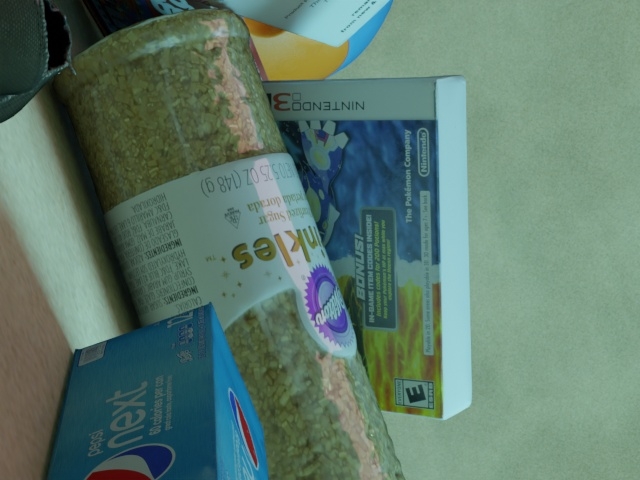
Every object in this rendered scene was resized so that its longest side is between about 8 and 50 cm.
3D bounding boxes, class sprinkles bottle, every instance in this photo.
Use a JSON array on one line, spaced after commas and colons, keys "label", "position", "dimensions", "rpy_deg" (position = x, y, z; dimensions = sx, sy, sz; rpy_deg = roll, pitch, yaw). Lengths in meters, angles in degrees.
[{"label": "sprinkles bottle", "position": [-0.041, 0.051, 0.735], "dimensions": [0.121, 0.121, 0.355], "rpy_deg": [49, 20, -86]}]

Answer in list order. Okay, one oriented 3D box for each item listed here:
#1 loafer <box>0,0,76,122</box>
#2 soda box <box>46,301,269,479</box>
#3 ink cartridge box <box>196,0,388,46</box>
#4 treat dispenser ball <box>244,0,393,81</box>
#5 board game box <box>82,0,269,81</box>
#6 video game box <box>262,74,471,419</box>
[{"label": "loafer", "position": [-0.115, -0.064, 0.334], "dimensions": [0.220, 0.078, 0.080], "rpy_deg": [-100, 170, -83]}, {"label": "soda box", "position": [-0.058, 0.099, 0.481], "dimensions": [0.210, 0.067, 0.071], "rpy_deg": [-105, 175, -71]}, {"label": "ink cartridge box", "position": [-0.075, -0.243, 0.744], "dimensions": [0.278, 0.117, 0.201], "rpy_deg": [5, 48, -56]}, {"label": "treat dispenser ball", "position": [-0.062, -0.292, 1.302], "dimensions": [0.288, 0.288, 0.288], "rpy_deg": [-20, 90, -89]}, {"label": "board game box", "position": [-0.116, -0.164, 0.975], "dimensions": [0.145, 0.027, 0.281], "rpy_deg": [23, -17, 19]}, {"label": "video game box", "position": [0.000, 0.000, 0.802], "dimensions": [0.048, 0.187, 0.205], "rpy_deg": [-14, 104, -56]}]
